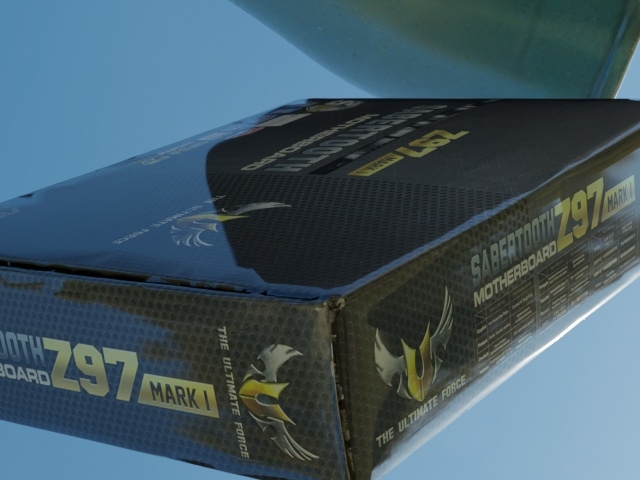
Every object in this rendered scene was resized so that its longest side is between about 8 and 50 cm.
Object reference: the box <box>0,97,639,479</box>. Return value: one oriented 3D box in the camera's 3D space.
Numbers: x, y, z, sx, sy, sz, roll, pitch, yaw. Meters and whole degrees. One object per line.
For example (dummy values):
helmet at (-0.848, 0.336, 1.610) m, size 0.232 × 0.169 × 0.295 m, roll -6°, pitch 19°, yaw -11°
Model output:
box at (0.000, 0.000, 0.452) m, size 0.232 × 0.183 × 0.059 m, roll -27°, pitch -64°, yaw -48°

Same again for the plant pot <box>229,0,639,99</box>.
plant pot at (0.059, -0.202, 0.732) m, size 0.255 × 0.271 × 0.272 m, roll 18°, pitch -94°, yaw 4°
